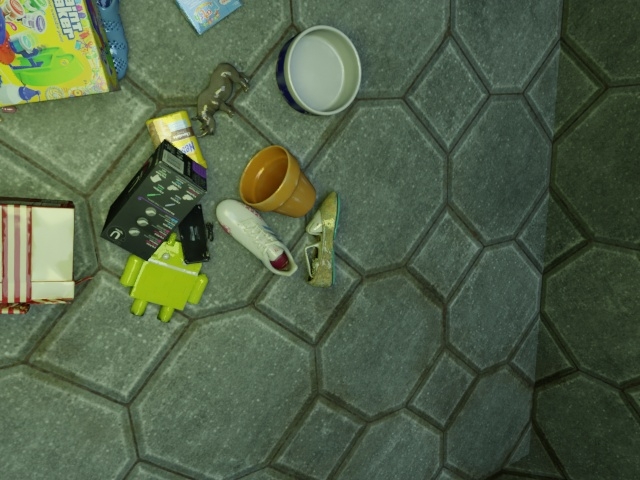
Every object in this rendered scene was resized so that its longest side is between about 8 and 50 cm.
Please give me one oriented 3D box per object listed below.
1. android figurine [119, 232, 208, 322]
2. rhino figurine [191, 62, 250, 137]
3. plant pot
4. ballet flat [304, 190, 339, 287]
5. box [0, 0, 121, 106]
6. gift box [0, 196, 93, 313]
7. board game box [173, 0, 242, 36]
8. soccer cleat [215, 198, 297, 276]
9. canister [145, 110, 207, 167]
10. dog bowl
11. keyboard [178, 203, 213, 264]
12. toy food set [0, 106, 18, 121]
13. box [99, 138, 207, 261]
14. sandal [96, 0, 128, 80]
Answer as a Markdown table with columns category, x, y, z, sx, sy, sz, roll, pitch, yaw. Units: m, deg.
| category | x | y | z | sx | sy | sz | roll | pitch | yaw |
| --- | --- | --- | --- | --- | --- | --- | --- | --- | --- |
| android figurine | -0.467 | 0.110 | 1.347 | 0.248 | 0.056 | 0.273 | 24 | 91 | -31 |
| rhino figurine | -0.303 | -0.410 | 1.304 | 0.106 | 0.073 | 0.243 | 31 | 87 | -35 |
| plant pot | -0.119 | -0.166 | 1.405 | 0.188 | 0.205 | 0.205 | 32 | 85 | -47 |
| ballet flat | 0.000 | 0.000 | 1.550 | 0.123 | 0.123 | 0.349 | -3 | 103 | -28 |
| box | -0.625 | -0.452 | 0.954 | 0.279 | 0.177 | 0.290 | -13 | 112 | -11 |
| gift box | -0.707 | 0.033 | 1.081 | 0.276 | 0.255 | 0.258 | 3 | 98 | -26 |
| board game box | -0.344 | -0.710 | 1.229 | 0.160 | 0.039 | 0.211 | -43 | 117 | -14 |
| soccer cleat | -0.191 | -0.007 | 1.418 | 0.116 | 0.143 | 0.331 | -49 | 119 | -10 |
| canister | -0.413 | -0.274 | 1.269 | 0.126 | 0.073 | 0.170 | -20 | 109 | -13 |
| dog bowl | -0.005 | -0.537 | 1.420 | 0.265 | 0.104 | 0.265 | -7 | 105 | -27 |
| keyboard | -0.376 | -0.021 | 1.347 | 0.108 | 0.023 | 0.180 | -7 | 84 | -32 |
| toy food set | -0.776 | -0.355 | 1.088 | 0.078 | 0.019 | 0.122 | 38 | 75 | -30 |
| box | -0.445 | -0.108 | 1.191 | 0.143 | 0.165 | 0.270 | 35 | 108 | -31 |
| sandal | -0.548 | -0.561 | 1.097 | 0.126 | 0.138 | 0.317 | -13 | 109 | -28 |
